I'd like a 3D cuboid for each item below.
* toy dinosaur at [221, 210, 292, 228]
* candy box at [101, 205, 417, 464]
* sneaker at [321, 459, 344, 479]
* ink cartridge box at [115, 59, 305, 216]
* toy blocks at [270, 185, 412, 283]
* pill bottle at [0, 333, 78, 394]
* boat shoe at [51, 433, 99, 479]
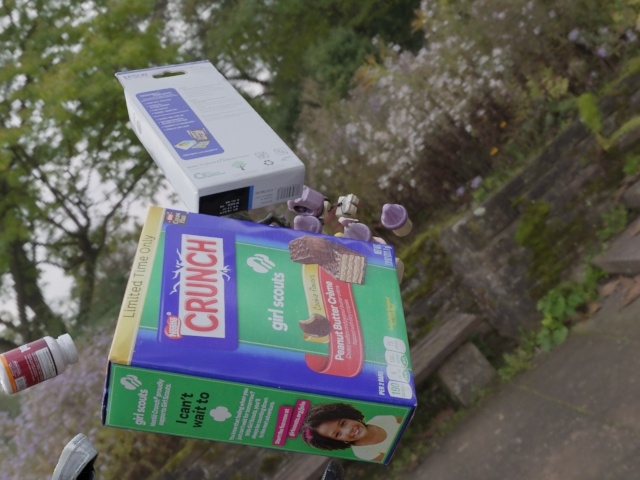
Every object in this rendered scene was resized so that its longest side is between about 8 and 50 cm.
[{"bbox_3d":[-0.126,-0.040,1.342,0.118,0.268,0.064,-25,11,-25],"label":"toy dinosaur"},{"bbox_3d":[-0.068,0.100,0.919,0.268,0.317,0.122,-92,14,-52],"label":"candy box"},{"bbox_3d":[0.029,0.327,0.909,0.170,0.089,0.051,-59,-10,-64],"label":"sneaker"},{"bbox_3d":[-0.172,-0.159,1.179,0.165,0.332,0.065,-15,-45,-26],"label":"ink cartridge box"},{"bbox_3d":[0.000,0.000,1.520,0.289,0.260,0.309,1,65,30],"label":"toy blocks"},{"bbox_3d":[-0.582,0.249,1.634,0.152,0.086,0.086,-22,-8,-28],"label":"pill bottle"},{"bbox_3d":[-0.566,0.542,1.856,0.079,0.081,0.227,-39,-19,-48],"label":"boat shoe"}]
